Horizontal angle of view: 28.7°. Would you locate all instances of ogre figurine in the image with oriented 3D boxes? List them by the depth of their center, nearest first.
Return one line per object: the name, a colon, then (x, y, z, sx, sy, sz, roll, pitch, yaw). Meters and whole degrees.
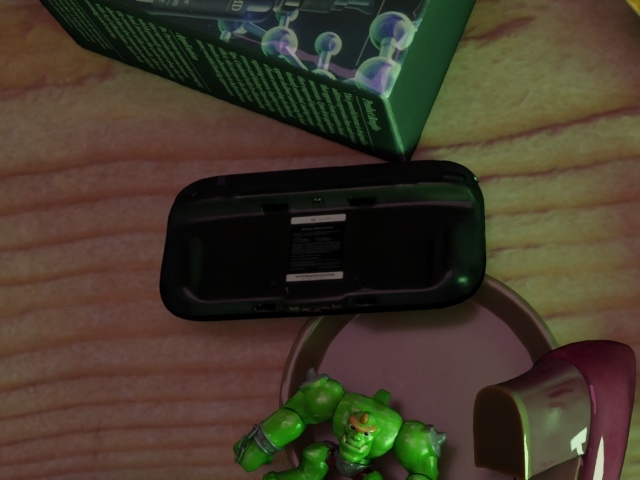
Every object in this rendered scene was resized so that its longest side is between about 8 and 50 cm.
ogre figurine: (0.027, 0.194, 1.131, 0.197, 0.097, 0.118, 28, 102, 29)

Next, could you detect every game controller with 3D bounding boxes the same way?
game controller: (0.000, 0.000, 1.214, 0.319, 0.067, 0.167, -4, 60, 10)

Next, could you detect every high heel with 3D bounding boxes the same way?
high heel: (0.220, 0.278, 1.098, 0.127, 0.181, 0.377, 20, 115, 47)

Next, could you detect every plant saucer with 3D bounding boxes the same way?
plant saucer: (0.099, 0.158, 1.191, 0.277, 0.041, 0.278, -2, 78, 8)

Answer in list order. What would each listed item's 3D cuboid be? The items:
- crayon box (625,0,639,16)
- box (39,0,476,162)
crayon box: (0.395, -0.351, 1.234, 0.323, 0.083, 0.203, -37, 74, -1)
box: (-0.047, -0.294, 1.229, 0.395, 0.212, 0.294, 21, 81, 13)
